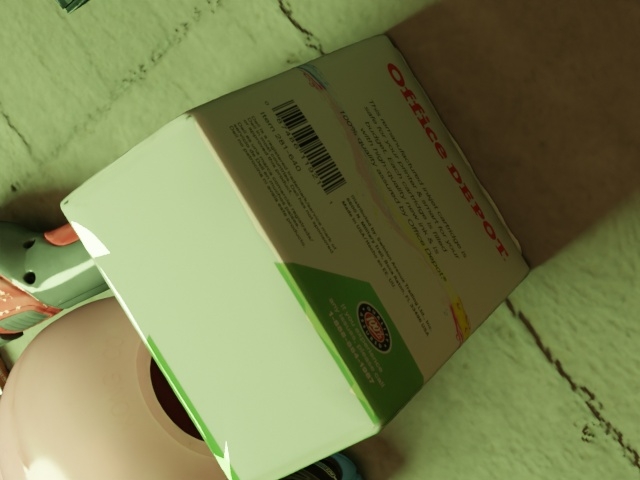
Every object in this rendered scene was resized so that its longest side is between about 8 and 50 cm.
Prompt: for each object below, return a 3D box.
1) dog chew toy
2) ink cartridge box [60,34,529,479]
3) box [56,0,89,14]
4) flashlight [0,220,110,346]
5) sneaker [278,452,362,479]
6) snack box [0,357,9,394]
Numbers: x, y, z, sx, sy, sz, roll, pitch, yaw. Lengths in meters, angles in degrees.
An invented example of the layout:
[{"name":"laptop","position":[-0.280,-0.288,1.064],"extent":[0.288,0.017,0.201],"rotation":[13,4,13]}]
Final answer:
[{"name":"dog chew toy","position":[-0.183,0.182,1.043],"extent":[0.206,0.206,0.332],"rotation":[52,128,2]},{"name":"ink cartridge box","position":[0.000,0.000,0.861],"extent":[0.117,0.278,0.201],"rotation":[-31,92,30]},{"name":"box","position":[-0.189,-0.287,0.930],"extent":[0.220,0.051,0.175],"rotation":[52,140,-11]},{"name":"flashlight","position":[-0.173,-0.009,1.037],"extent":[0.304,0.103,0.103],"rotation":[-26,108,23]},{"name":"sneaker","position":[-0.054,0.219,1.058],"extent":[0.188,0.078,0.067],"rotation":[-28,95,29]},{"name":"snack box","position":[-0.325,0.065,1.160],"extent":[0.064,0.022,0.178],"rotation":[-24,95,26]}]
